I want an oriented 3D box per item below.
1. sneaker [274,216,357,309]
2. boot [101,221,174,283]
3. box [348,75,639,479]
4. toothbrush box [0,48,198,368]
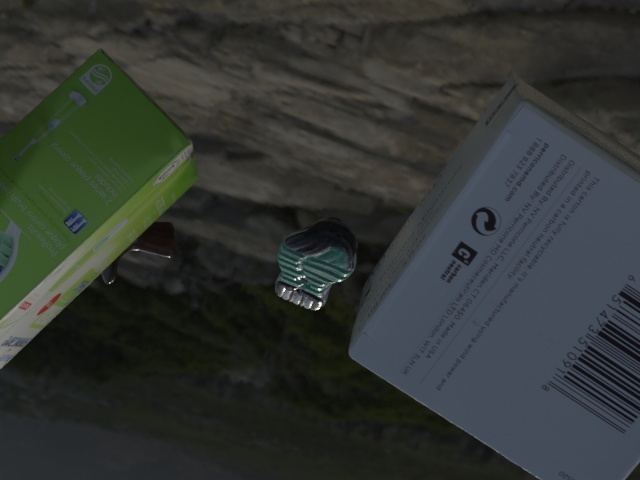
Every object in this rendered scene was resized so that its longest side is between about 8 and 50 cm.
[{"bbox_3d":[0.000,0.000,1.247,0.083,0.098,0.224,25,158,-4],"label":"sneaker"},{"bbox_3d":[-0.253,0.016,1.574,0.114,0.106,0.037,11,157,-36],"label":"boot"},{"bbox_3d":[0.141,0.028,0.674,0.182,0.181,0.119,33,-164,-3],"label":"box"},{"bbox_3d":[-0.255,-0.019,1.039,0.122,0.283,0.206,46,172,2],"label":"toothbrush box"}]
